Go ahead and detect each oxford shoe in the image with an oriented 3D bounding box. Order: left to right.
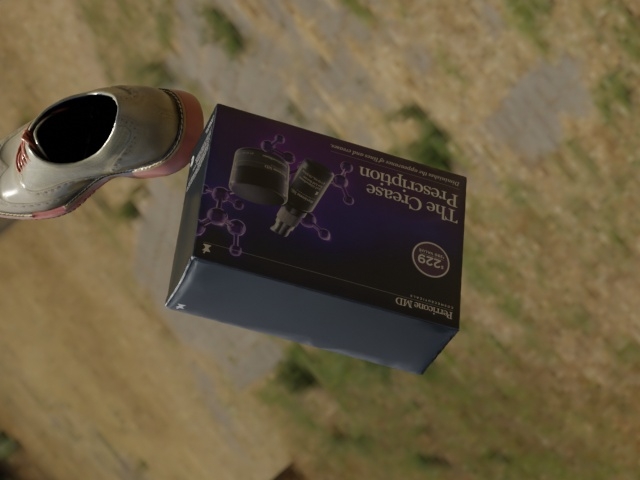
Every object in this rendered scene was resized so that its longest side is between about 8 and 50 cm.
[{"bbox_3d":[-0.293,-0.108,1.823,0.348,0.130,0.123,-18,70,37],"label":"oxford shoe"}]

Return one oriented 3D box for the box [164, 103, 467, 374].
[{"bbox_3d":[0.000,0.000,1.573,0.261,0.184,0.103,15,147,-13],"label":"box"}]
